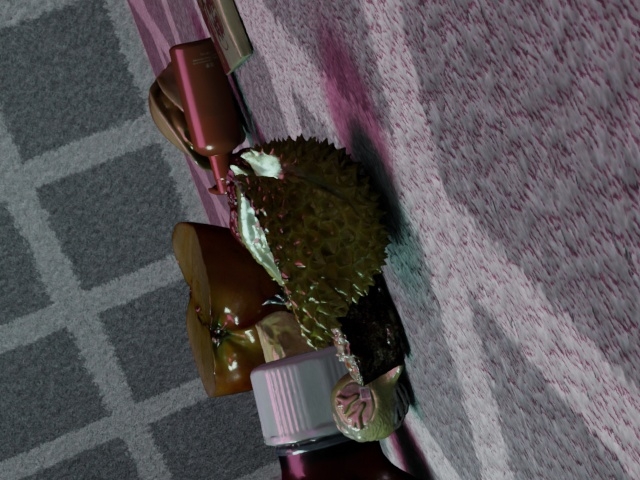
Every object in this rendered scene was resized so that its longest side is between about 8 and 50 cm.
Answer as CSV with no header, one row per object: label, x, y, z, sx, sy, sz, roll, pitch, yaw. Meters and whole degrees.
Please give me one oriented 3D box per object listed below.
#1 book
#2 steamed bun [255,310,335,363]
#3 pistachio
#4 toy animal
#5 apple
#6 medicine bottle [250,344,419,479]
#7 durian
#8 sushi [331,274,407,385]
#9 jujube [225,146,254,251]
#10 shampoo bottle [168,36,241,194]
book,-0.144,-0.320,1.638,0.232,0.022,0.162,-163,51,-80
steamed bun,-0.007,0.233,1.858,0.292,0.137,0.295,-122,20,-67
pistachio,-0.206,-0.214,1.952,0.215,0.144,0.144,57,168,24
toy animal,0.075,0.187,1.443,0.098,0.137,0.098,33,-156,-17
apple,-0.199,0.141,2.338,0.329,0.295,0.365,42,178,-21
medicine bottle,0.018,0.345,1.615,0.242,0.242,0.395,131,120,-81
durian,0.000,0.000,1.165,0.193,0.138,0.237,61,167,20
sushi,0.041,0.087,1.340,0.090,0.078,0.150,-148,35,-76
jujube,-0.101,-0.058,1.796,0.104,0.104,0.166,-132,23,-67
shampoo bottle,-0.171,-0.191,1.827,0.085,0.085,0.244,-146,43,-75
